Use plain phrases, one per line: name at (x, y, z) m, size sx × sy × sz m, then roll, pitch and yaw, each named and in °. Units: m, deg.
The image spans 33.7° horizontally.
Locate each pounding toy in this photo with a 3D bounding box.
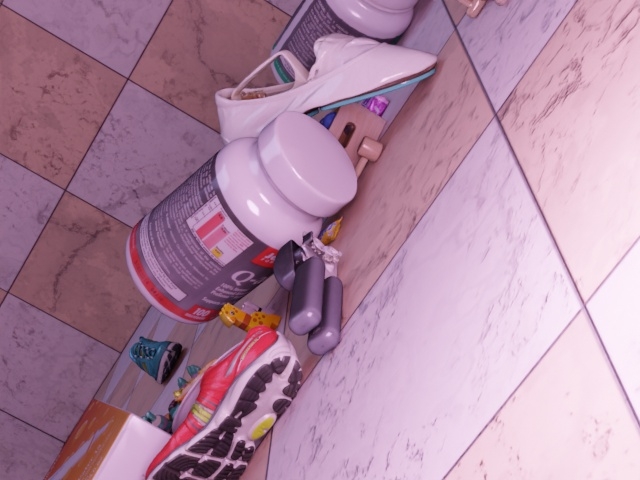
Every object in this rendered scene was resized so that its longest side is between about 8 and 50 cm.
pounding toy at (0.028, -0.145, 1.762) m, size 0.181 × 0.094 × 0.206 m, roll -63°, pitch 11°, yaw -21°

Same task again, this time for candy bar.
candy bar at (0.000, 0.000, 1.710) m, size 0.040 × 0.018 × 0.161 m, roll -64°, pitch 12°, yaw -23°

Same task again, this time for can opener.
can opener at (-0.013, 0.069, 1.420) m, size 0.093 × 0.074 × 0.280 m, roll -40°, pitch 18°, yaw 14°

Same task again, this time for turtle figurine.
turtle figurine at (-0.292, 0.333, 1.895) m, size 0.175 × 0.118 × 0.234 m, roll -21°, pitch 22°, yaw 50°

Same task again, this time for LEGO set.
LEGO set at (-0.133, 0.160, 1.681) m, size 0.087 × 0.093 × 0.227 m, roll -49°, pitch 14°, yaw 44°

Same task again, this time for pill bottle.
pill bottle at (0.059, -0.445, 2.138) m, size 0.361 × 0.204 × 0.204 m, roll -48°, pitch 16°, yaw 48°
pill bottle at (-0.128, -0.035, 1.696) m, size 0.363 × 0.210 × 0.210 m, roll -37°, pitch 21°, yaw 31°

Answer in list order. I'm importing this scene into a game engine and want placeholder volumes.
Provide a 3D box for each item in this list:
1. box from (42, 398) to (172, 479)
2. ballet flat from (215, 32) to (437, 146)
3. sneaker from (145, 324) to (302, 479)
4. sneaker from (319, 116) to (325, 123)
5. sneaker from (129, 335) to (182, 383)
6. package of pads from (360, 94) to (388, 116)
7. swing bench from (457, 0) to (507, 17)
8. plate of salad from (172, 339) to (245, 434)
box at (-0.297, 0.374, 1.570) m, size 0.215 × 0.168 × 0.345 m, roll -61°, pitch 15°, yaw -15°
ballet flat at (-0.011, -0.256, 1.698) m, size 0.400 × 0.139 × 0.139 m, roll -19°, pitch 32°, yaw 29°
sneaker at (-0.131, 0.229, 1.397) m, size 0.279 × 0.107 × 0.118 m, roll -48°, pitch 37°, yaw 9°
sneaker at (-0.066, -0.120, 1.897) m, size 0.127 × 0.182 × 0.315 m, roll -40°, pitch 22°, yaw 58°
sneaker at (-0.415, 0.288, 2.603) m, size 0.107 × 0.110 × 0.275 m, roll -63°, pitch 12°, yaw -18°
package of pads at (0.093, -0.239, 1.888) m, size 0.050 × 0.032 × 0.083 m, roll -60°, pitch 10°, yaw 8°
swing bench at (0.198, -0.495, 1.491) m, size 0.254 × 0.253 × 0.165 m, roll -59°, pitch 10°, yaw 0°
plate of salad at (-0.143, 0.203, 1.524) m, size 0.200 × 0.048 × 0.199 m, roll -41°, pitch -22°, yaw -21°
